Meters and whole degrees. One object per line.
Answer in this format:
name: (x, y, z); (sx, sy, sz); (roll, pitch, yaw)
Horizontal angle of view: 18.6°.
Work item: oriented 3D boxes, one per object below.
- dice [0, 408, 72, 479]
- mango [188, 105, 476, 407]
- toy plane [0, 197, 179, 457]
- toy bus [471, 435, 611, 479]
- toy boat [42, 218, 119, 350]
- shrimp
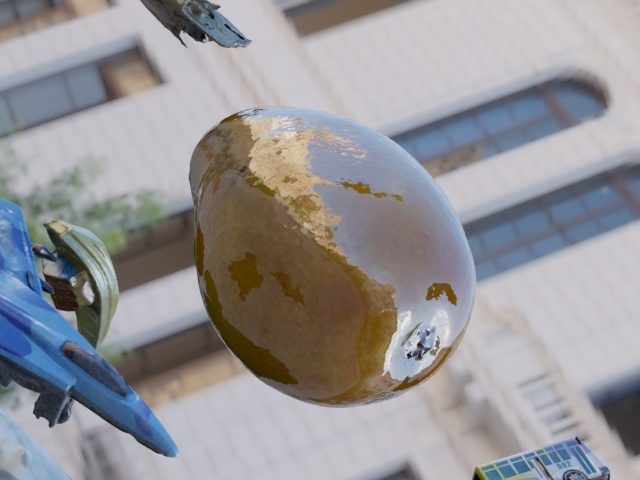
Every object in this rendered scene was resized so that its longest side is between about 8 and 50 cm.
dice: (-0.462, 0.341, 2.145); (0.328, 0.330, 0.348); (35, -23, 14)
mango: (0.000, 0.000, 1.477); (0.317, 0.211, 0.173); (-117, -145, -53)
toy plane: (-0.184, 0.054, 1.146); (0.246, 0.169, 0.078); (41, -51, 1)
toy bus: (0.173, 0.196, 1.551); (0.052, 0.102, 0.058); (96, -29, -42)
toy boat: (-0.244, 0.045, 1.982); (0.065, 0.066, 0.172); (38, -27, 37)
shrimp: (-0.143, -0.315, 2.026); (0.253, 0.058, 0.173); (46, -61, 10)
